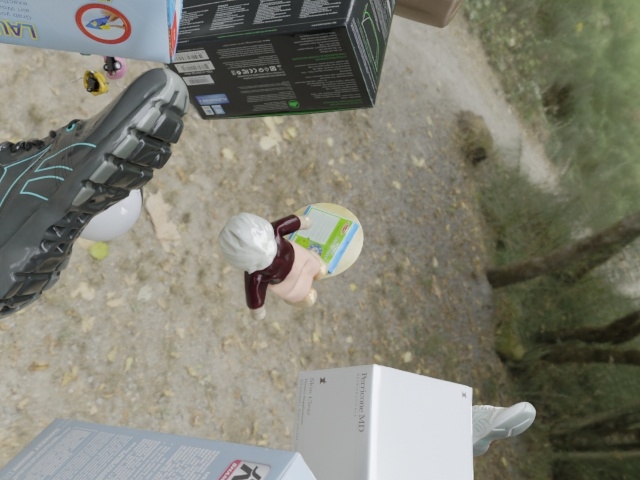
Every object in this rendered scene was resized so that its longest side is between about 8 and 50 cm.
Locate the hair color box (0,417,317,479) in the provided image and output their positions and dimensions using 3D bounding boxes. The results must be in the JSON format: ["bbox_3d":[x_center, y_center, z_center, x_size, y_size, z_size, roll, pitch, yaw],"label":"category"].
[{"bbox_3d":[-0.135,0.270,0.542,0.113,0.374,0.185,-46,116,-41],"label":"hair color box"}]

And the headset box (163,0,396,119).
[{"bbox_3d":[-0.039,-0.310,0.808,0.131,0.246,0.283,60,35,-53],"label":"headset box"}]

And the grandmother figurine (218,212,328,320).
[{"bbox_3d":[-0.083,0.041,1.106,0.342,0.104,0.207,48,54,-66],"label":"grandmother figurine"}]

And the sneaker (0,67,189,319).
[{"bbox_3d":[-0.224,-0.054,0.520,0.106,0.267,0.101,45,4,6],"label":"sneaker"}]

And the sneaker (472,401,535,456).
[{"bbox_3d":[0.246,0.264,0.913,0.054,0.152,0.061,20,45,-27],"label":"sneaker"}]

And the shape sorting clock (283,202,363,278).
[{"bbox_3d":[0.000,0.000,1.494,0.040,0.206,0.206,69,15,-57],"label":"shape sorting clock"}]

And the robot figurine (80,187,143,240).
[{"bbox_3d":[-0.455,-0.110,1.292,0.174,0.209,0.278,15,19,-20],"label":"robot figurine"}]

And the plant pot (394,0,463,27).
[{"bbox_3d":[0.191,-0.552,1.258,0.229,0.263,0.263,32,32,6],"label":"plant pot"}]

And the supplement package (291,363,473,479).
[{"bbox_3d":[0.080,0.308,0.797,0.204,0.145,0.261,21,62,-38],"label":"supplement package"}]

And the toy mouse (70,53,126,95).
[{"bbox_3d":[-0.372,-0.319,1.078,0.161,0.143,0.031,30,28,32],"label":"toy mouse"}]

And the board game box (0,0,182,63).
[{"bbox_3d":[-0.246,-0.263,0.388,0.308,0.302,0.086,5,63,-10],"label":"board game box"}]
